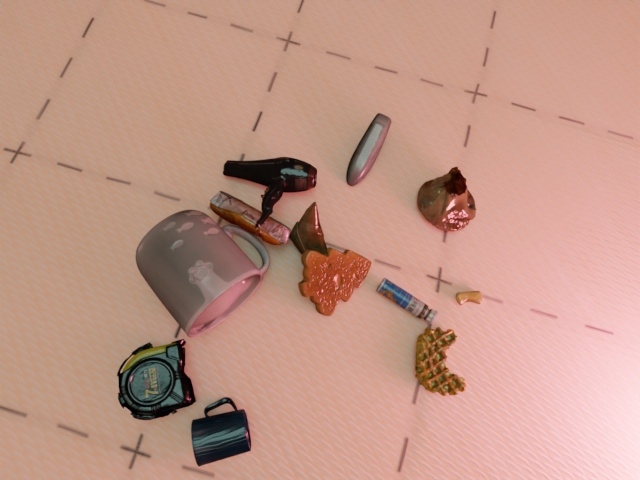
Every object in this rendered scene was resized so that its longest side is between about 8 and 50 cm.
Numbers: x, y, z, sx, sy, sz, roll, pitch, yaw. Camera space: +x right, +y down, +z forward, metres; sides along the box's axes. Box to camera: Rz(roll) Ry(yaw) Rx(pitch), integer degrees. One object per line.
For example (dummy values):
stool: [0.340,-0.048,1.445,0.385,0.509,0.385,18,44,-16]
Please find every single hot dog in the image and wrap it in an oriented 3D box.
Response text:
hot dog: [-0.213,-0.064,1.338,0.267,0.144,0.075,31,96,12]

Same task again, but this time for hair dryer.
hair dryer: [-0.177,-0.146,1.317,0.303,0.120,0.360,8,37,3]

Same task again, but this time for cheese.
cheese: [0.457,0.178,1.375,0.083,0.030,0.044,-4,67,-12]

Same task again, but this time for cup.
cup: [-0.311,0.058,1.262,0.274,0.259,0.356,47,44,10]
cup: [-0.262,0.498,1.179,0.138,0.113,0.150,-11,76,-9]

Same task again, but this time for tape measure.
tape measure: [-0.445,0.376,1.206,0.186,0.112,0.199,-10,68,-15]

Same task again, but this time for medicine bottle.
medicine bottle: [0.260,0.182,1.348,0.191,0.051,0.051,32,73,6]

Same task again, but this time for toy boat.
toy boat: [0.156,-0.295,1.480,0.078,0.085,0.261,26,84,5]

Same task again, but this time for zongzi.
zongzi: [0.000,0.000,1.322,0.081,0.178,0.189,-30,76,-40]

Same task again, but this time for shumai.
shumai: [0.418,-0.135,1.424,0.201,0.120,0.202,2,70,-6]

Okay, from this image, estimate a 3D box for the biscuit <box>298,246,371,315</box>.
biscuit: [0.045,0.105,1.331,0.238,0.041,0.213,-21,103,-19]

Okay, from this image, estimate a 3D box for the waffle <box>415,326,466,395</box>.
waffle: [0.350,0.352,1.303,0.148,0.051,0.194,8,68,-2]
